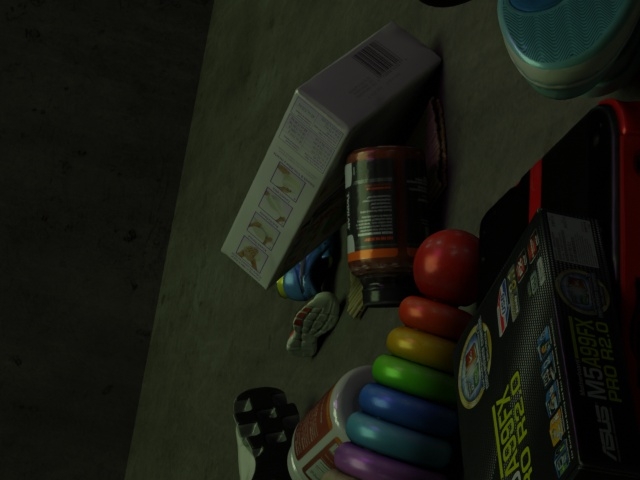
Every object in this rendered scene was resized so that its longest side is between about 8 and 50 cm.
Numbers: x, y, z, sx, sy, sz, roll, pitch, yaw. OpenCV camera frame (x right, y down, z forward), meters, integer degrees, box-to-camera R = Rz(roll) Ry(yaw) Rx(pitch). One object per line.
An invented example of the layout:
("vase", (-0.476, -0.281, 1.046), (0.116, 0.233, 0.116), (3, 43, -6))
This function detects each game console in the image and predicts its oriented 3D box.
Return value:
("game console", (0.229, 0.088, 1.347), (0.342, 0.060, 0.386), (126, 152, -62))

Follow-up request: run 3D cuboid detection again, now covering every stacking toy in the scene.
("stacking toy", (0.113, 0.148, 1.583), (0.141, 0.141, 0.330), (-176, 105, -74))

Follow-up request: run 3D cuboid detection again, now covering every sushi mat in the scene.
("sushi mat", (0.100, -0.039, 1.940), (0.316, 0.019, 0.151), (120, 158, -47))

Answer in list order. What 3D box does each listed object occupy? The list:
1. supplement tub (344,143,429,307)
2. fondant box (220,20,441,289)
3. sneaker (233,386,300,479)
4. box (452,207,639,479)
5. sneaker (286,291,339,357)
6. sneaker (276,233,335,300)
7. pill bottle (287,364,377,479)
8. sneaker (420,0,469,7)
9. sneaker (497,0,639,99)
("supplement tub", (0.084, -0.016, 1.787), (0.106, 0.106, 0.197), (155, 115, -71))
("fondant box", (0.011, -0.114, 1.949), (0.238, 0.096, 0.330), (-40, -16, -44))
("sneaker", (-0.053, 0.361, 2.031), (0.330, 0.123, 0.146), (-108, 16, -59))
("box", (0.186, 0.142, 1.220), (0.216, 0.060, 0.270), (115, 161, -46))
("sneaker", (-0.014, 0.113, 2.151), (0.158, 0.061, 0.064), (122, 162, -48))
("sneaker", (0.000, 0.000, 2.204), (0.082, 0.069, 0.209), (-1, 60, 35))
("pill bottle", (0.035, 0.244, 1.757), (0.216, 0.121, 0.121), (128, 150, -57))
("sneaker", (0.187, -0.417, 1.606), (0.295, 0.124, 0.178), (-45, 46, 37))
("sneaker", (0.237, -0.179, 1.265), (0.319, 0.127, 0.208), (-74, -26, -46))
